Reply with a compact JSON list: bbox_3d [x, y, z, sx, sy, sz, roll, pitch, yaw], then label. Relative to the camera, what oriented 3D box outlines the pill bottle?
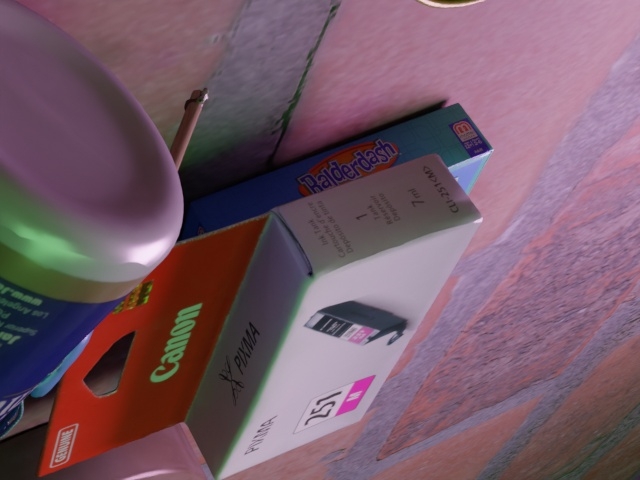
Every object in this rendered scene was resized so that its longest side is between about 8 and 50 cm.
[{"bbox_3d":[-0.196,0.029,0.637,0.264,0.153,0.153,-43,157,23],"label":"pill bottle"}]

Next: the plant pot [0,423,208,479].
[{"bbox_3d":[-0.182,0.330,1.124,0.323,0.280,0.323,-30,159,-12],"label":"plant pot"}]

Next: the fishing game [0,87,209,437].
[{"bbox_3d":[-0.153,0.039,0.763,0.264,0.041,0.189,-42,-159,39],"label":"fishing game"}]

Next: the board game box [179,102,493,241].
[{"bbox_3d":[0.000,0.000,0.997,0.210,0.047,0.160,-21,155,-27],"label":"board game box"}]

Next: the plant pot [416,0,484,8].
[{"bbox_3d":[0.066,-0.182,0.642,0.134,0.095,0.134,-30,158,-13],"label":"plant pot"}]

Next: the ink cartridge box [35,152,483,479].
[{"bbox_3d":[-0.047,0.073,0.944,0.239,0.060,0.275,-20,155,-29],"label":"ink cartridge box"}]
